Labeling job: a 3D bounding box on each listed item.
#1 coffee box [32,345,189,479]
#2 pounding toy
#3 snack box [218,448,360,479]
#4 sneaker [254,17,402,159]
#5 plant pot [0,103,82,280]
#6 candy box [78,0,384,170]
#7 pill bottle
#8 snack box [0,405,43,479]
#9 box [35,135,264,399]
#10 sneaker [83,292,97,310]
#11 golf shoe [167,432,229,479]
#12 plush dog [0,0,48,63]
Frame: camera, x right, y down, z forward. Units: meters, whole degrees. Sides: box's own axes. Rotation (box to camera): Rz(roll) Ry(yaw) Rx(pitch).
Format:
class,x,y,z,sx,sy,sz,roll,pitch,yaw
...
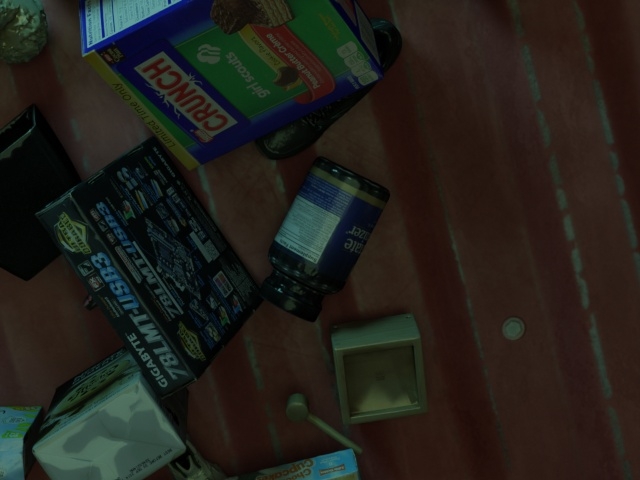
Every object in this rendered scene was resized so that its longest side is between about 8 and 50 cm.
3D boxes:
class,x,y,z,sx,sy,sz,roll,pitch,yaw
coffee box,-0.281,0.244,1.843,0.168,0.297,0.119,-33,100,0
pounding toy,0.049,0.215,1.969,0.206,0.094,0.181,-8,113,-1
snack box,-0.089,0.428,1.965,0.321,0.060,0.187,-13,120,-3
sneaker,0.007,-0.220,1.914,0.101,0.106,0.267,44,93,-9
plant pot,-0.415,-0.056,1.868,0.187,0.188,0.167,-40,109,0
candy box,-0.118,-0.266,1.785,0.317,0.122,0.268,-23,139,18
pill bottle,0.000,0.000,1.926,0.122,0.123,0.219,26,94,-6
snack box,-0.486,0.284,1.877,0.174,0.207,0.070,0,96,-4
box,-0.221,0.027,1.827,0.073,0.293,0.296,-31,99,25
sneaker,-0.290,0.072,1.955,0.119,0.047,0.057,-35,109,1
golf shoe,-0.189,0.342,1.967,0.069,0.086,0.176,-40,99,-1
plush dog,-0.543,-0.292,1.839,0.262,0.210,0.225,45,118,-5
